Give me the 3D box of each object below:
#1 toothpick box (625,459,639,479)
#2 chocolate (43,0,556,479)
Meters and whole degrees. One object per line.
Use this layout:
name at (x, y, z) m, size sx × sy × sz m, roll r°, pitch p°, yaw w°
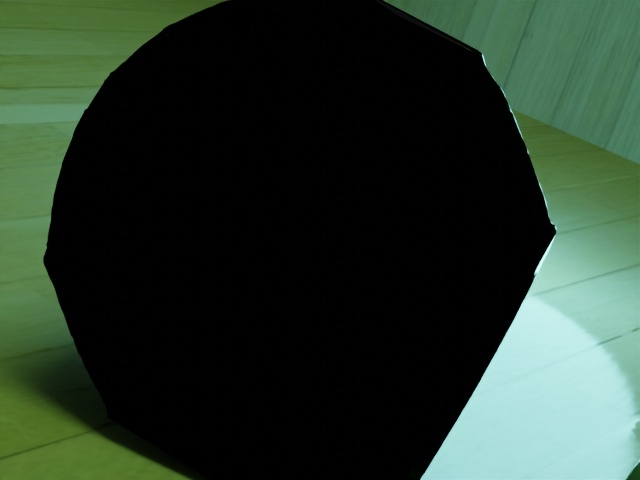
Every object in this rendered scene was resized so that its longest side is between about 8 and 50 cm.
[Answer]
toothpick box at (0.306, 0.232, 1.320) m, size 0.184 × 0.120 × 0.120 m, roll 24°, pitch 16°, yaw 28°
chocolate at (0.000, 0.000, 1.410) m, size 0.384 × 0.383 × 0.331 m, roll 23°, pitch 2°, yaw 13°
